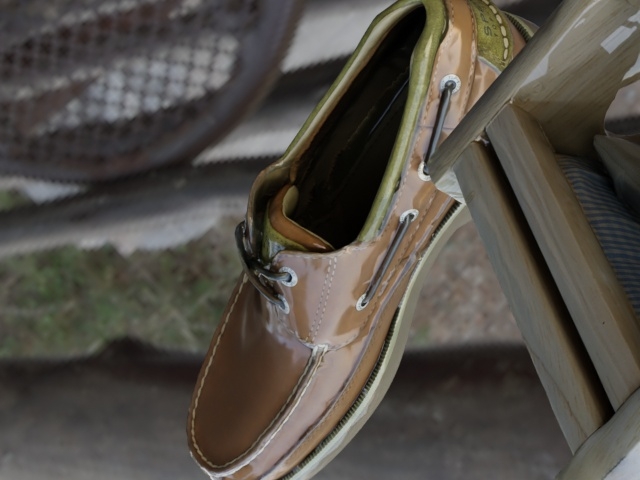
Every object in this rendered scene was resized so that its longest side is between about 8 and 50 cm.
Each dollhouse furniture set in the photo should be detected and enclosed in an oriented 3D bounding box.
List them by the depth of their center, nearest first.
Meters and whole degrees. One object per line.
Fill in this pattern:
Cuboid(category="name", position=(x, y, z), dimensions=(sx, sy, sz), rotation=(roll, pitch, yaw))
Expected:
Cuboid(category="dollhouse furniture set", position=(0.145, 0.009, 0.404), dimensions=(0.184, 0.129, 0.129), rotation=(28, 114, -26))

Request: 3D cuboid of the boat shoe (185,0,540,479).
Cuboid(category="boat shoe", position=(0.000, 0.000, 0.962), dimensions=(0.104, 0.307, 0.111), rotation=(15, -160, -49))
